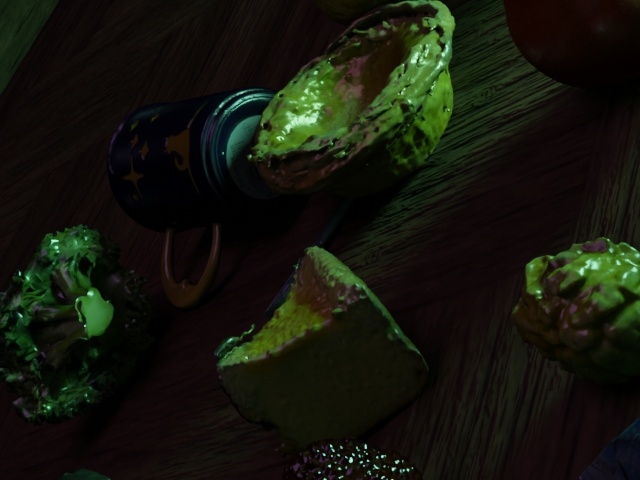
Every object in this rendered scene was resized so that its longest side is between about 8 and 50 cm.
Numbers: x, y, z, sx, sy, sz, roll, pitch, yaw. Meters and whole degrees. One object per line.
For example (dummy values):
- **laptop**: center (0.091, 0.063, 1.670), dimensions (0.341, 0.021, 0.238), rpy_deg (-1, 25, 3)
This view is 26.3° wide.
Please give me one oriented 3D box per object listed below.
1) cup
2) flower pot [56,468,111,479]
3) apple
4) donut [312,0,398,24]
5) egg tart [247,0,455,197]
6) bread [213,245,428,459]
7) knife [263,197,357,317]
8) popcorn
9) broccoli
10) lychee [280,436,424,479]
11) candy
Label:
- **cup**: center (-0.124, -0.060, 1.722), dimensions (0.178, 0.255, 0.256), rpy_deg (-20, 10, -31)
- **flower pot**: center (-0.238, 0.303, 1.367), dimensions (0.157, 0.157, 0.107), rpy_deg (-25, 22, 45)
- **apple**: center (0.249, -0.228, 1.241), dimensions (0.199, 0.199, 0.199), rpy_deg (-39, 26, 24)
- **donut**: center (0.102, -0.357, 1.642), dimensions (0.303, 0.110, 0.303), rpy_deg (-30, 3, 1)
- **egg tart**: center (0.051, -0.147, 1.512), dimensions (0.288, 0.118, 0.288), rpy_deg (-34, 28, 22)
- **bread**: center (-0.011, 0.104, 1.248), dimensions (0.160, 0.140, 0.169), rpy_deg (-39, 20, -1)
- **knife**: center (0.001, 0.000, 1.530), dimensions (0.210, 0.015, 0.028), rpy_deg (-57, 28, -16)
- **popcorn**: center (0.203, 0.047, 0.999), dimensions (0.106, 0.116, 0.120), rpy_deg (-46, -19, -9)
- **broccoli**: center (-0.313, 0.110, 1.703), dimensions (0.176, 0.198, 0.226), rpy_deg (-51, 13, 36)
- **lychee**: center (0.027, 0.213, 1.051), dimensions (0.123, 0.123, 0.129), rpy_deg (-42, 31, 20)
- **candy**: center (0.225, 0.151, 0.900), dimensions (0.136, 0.038, 0.088), rpy_deg (-49, 36, 21)
